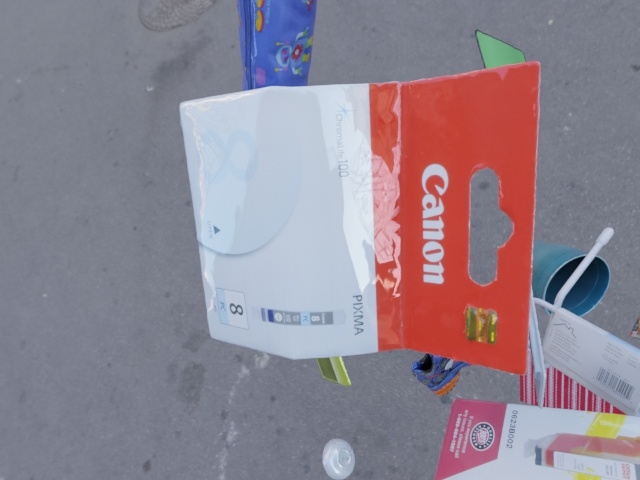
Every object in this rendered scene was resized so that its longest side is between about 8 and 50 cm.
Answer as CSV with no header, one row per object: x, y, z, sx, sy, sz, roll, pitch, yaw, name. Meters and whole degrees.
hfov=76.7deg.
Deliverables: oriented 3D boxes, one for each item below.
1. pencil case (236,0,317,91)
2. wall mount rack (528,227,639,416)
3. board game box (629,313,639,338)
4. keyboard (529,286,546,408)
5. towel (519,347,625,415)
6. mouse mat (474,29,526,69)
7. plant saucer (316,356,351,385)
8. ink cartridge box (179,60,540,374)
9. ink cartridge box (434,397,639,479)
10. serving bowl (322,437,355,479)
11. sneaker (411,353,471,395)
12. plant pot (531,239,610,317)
-0.071,-0.310,0.611,0.119,0.306,0.133,26,46,18,pencil case
0.538,0.160,0.723,0.350,0.130,0.305,39,131,55,wall mount rack
1.010,0.211,1.177,0.053,0.305,0.193,25,91,25,board game box
0.290,0.096,0.562,0.014,0.072,0.256,-7,37,25,keyboard
0.737,0.421,1.191,0.274,0.031,0.199,2,106,34,towel
0.393,-0.352,0.846,0.007,0.189,0.153,-25,72,53,mouse mat
0.040,0.551,1.787,0.188,0.045,0.189,-11,100,59,plant saucer
0.018,-0.012,0.450,0.384,0.091,0.309,4,104,33,ink cartridge box
0.344,0.374,0.501,0.384,0.160,0.279,-14,33,43,ink cartridge box
0.046,0.484,0.898,0.027,0.083,0.084,-38,53,45,serving bowl
0.262,0.221,0.822,0.087,0.083,0.222,25,110,-3,sneaker
0.897,0.128,1.569,0.271,0.272,0.255,-39,25,4,plant pot
